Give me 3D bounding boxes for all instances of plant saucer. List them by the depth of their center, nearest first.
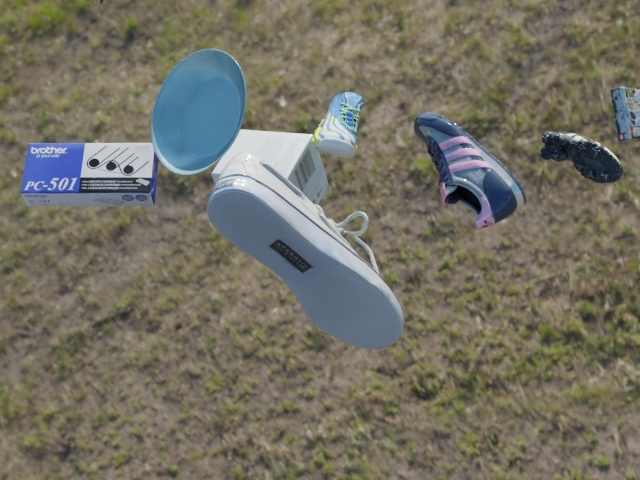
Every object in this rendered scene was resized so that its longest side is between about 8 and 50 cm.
[{"bbox_3d":[-0.173,-0.188,1.492,0.195,0.037,0.195,-10,72,35],"label":"plant saucer"}]

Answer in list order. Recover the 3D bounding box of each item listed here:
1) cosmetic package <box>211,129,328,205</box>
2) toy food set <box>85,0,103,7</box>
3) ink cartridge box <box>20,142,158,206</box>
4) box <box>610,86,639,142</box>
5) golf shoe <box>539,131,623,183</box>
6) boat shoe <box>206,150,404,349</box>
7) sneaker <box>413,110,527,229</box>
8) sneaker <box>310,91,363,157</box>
[{"bbox_3d":[-0.106,-0.131,2.143,0.183,0.151,0.151,7,48,26],"label":"cosmetic package"},{"bbox_3d":[-0.363,-0.404,1.561,0.020,0.083,0.082,-29,22,-22],"label":"toy food set"},{"bbox_3d":[-0.370,-0.106,1.607,0.207,0.046,0.097,-1,61,0],"label":"ink cartridge box"},{"bbox_3d":[0.568,-0.223,1.790,0.027,0.137,0.094,-13,83,42],"label":"box"},{"bbox_3d":[0.533,-0.174,1.981,0.094,0.077,0.198,-12,33,-35],"label":"golf shoe"},{"bbox_3d":[-0.007,0.003,1.459,0.136,0.367,0.156,-33,27,36],"label":"boat shoe"},{"bbox_3d":[0.281,-0.151,2.105,0.131,0.112,0.319,-38,58,-11],"label":"sneaker"},{"bbox_3d":[0.036,-0.233,1.956,0.091,0.126,0.240,15,7,-6],"label":"sneaker"}]
